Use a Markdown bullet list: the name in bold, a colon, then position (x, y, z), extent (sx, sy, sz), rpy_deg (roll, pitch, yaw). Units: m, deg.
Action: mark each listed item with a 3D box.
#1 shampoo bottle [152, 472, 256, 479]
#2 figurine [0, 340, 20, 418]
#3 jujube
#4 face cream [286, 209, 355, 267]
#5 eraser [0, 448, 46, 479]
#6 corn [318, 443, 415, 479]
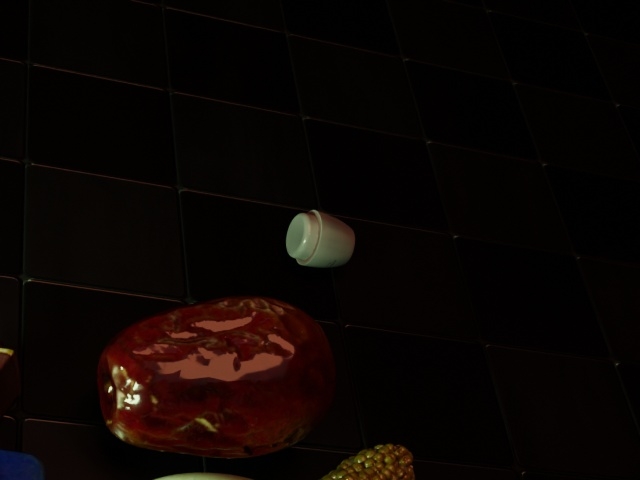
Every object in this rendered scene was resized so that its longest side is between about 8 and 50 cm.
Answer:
- **shampoo bottle**: position (-0.128, 0.439, 1.480), extent (0.322, 0.322, 0.317), rpy_deg (18, 47, -10)
- **figurine**: position (-0.455, 0.191, 1.771), extent (0.098, 0.082, 0.154), rpy_deg (11, 38, 12)
- **jujube**: position (-0.136, 0.187, 1.839), extent (0.317, 0.223, 0.223), rpy_deg (-2, 48, -25)
- **face cream**: position (0.000, 0.000, 2.194), extent (0.095, 0.091, 0.091), rpy_deg (13, 41, -26)
- **eraser**: position (-0.497, 0.300, 1.602), extent (0.332, 0.102, 0.155), rpy_deg (13, 40, -17)
- **corn**: position (0.012, 0.361, 1.815), extent (0.319, 0.097, 0.097), rpy_deg (-26, 62, -42)
